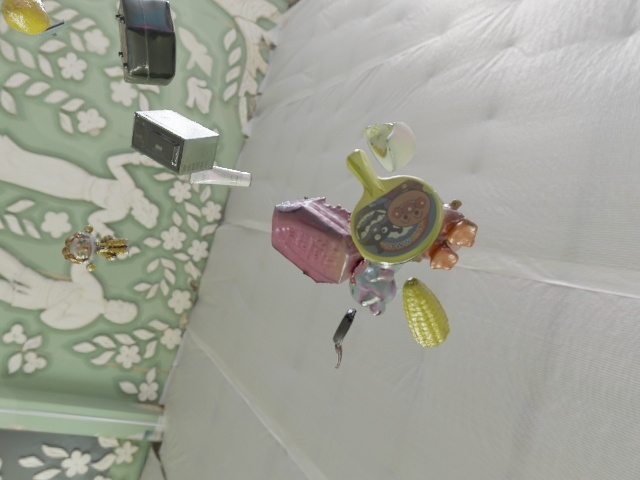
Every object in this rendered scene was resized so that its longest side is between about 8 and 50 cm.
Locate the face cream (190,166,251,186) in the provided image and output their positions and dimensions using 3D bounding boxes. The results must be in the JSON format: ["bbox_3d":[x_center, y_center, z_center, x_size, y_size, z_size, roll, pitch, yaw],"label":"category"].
[{"bbox_3d":[-0.406,-0.265,1.919,0.058,0.243,0.092,-127,-133,-57],"label":"face cream"}]

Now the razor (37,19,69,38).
[{"bbox_3d":[-0.806,-0.622,1.362,0.084,0.036,0.211,-36,-135,-24],"label":"razor"}]

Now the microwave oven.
[{"bbox_3d":[-0.429,-0.284,1.370,0.204,0.163,0.129,29,-61,20],"label":"microwave oven"}]

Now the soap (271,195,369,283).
[{"bbox_3d":[0.000,0.000,1.327,0.324,0.127,0.220,34,-43,29],"label":"soap"}]

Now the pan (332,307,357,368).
[{"bbox_3d":[0.060,0.286,1.351,0.115,0.040,0.212,-47,154,-57],"label":"pan"}]

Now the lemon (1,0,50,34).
[{"bbox_3d":[-0.489,-0.377,0.778,0.065,0.065,0.092,-63,176,14],"label":"lemon"}]

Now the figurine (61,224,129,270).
[{"bbox_3d":[-0.533,0.012,1.107,0.102,0.143,0.068,64,-12,-6],"label":"figurine"}]

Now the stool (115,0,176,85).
[{"bbox_3d":[-0.488,-0.550,1.304,0.232,0.141,0.233,27,-60,59],"label":"stool"}]

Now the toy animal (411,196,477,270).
[{"bbox_3d":[0.274,-0.046,1.212,0.195,0.169,0.281,-54,-167,16],"label":"toy animal"}]

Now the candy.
[{"bbox_3d":[0.263,0.176,1.197,0.094,0.199,0.106,9,-134,46],"label":"candy"}]

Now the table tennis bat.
[{"bbox_3d":[0.151,-0.100,1.128,0.224,0.054,0.369,-33,-129,12],"label":"table tennis bat"}]

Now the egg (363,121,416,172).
[{"bbox_3d":[0.321,-0.415,2.006,0.161,0.207,0.271,-28,-159,-5],"label":"egg"}]

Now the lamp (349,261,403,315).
[{"bbox_3d":[0.243,0.125,1.846,0.247,0.247,0.301,45,-63,52],"label":"lamp"}]
